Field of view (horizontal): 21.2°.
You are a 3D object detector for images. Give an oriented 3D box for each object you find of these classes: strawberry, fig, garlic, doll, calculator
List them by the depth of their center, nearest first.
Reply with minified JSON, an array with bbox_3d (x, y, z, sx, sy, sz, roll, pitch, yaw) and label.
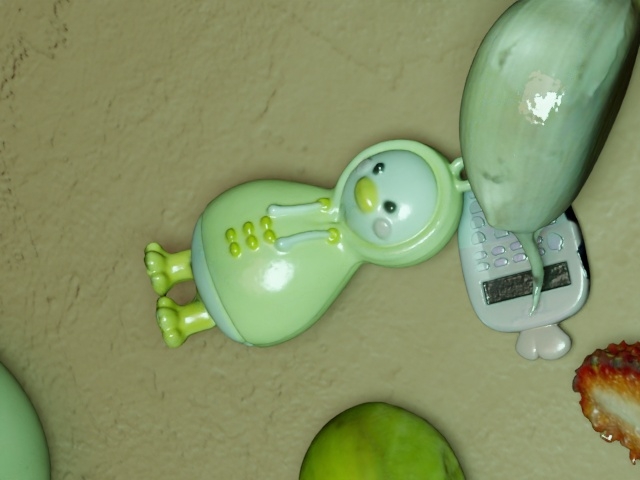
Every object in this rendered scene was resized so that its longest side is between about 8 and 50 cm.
[{"bbox_3d":[0.319,0.136,1.270,0.236,0.106,0.175,49,146,16],"label":"strawberry"},{"bbox_3d":[0.163,-0.074,1.272,0.148,0.128,0.267,19,103,-23],"label":"garlic"},{"bbox_3d":[0.163,0.016,1.370,0.103,0.024,0.166,-15,84,23],"label":"calculator"},{"bbox_3d":[0.051,0.204,1.378,0.153,0.120,0.136,34,111,43],"label":"fig"},{"bbox_3d":[-0.005,-0.005,1.391,0.296,0.117,0.141,-28,58,21],"label":"doll"}]

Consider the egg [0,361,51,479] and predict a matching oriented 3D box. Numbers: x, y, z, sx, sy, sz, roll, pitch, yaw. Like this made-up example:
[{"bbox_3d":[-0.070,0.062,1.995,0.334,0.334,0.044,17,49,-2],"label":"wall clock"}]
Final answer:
[{"bbox_3d":[-0.337,0.186,1.505,0.186,0.186,0.242,-29,77,22],"label":"egg"}]
